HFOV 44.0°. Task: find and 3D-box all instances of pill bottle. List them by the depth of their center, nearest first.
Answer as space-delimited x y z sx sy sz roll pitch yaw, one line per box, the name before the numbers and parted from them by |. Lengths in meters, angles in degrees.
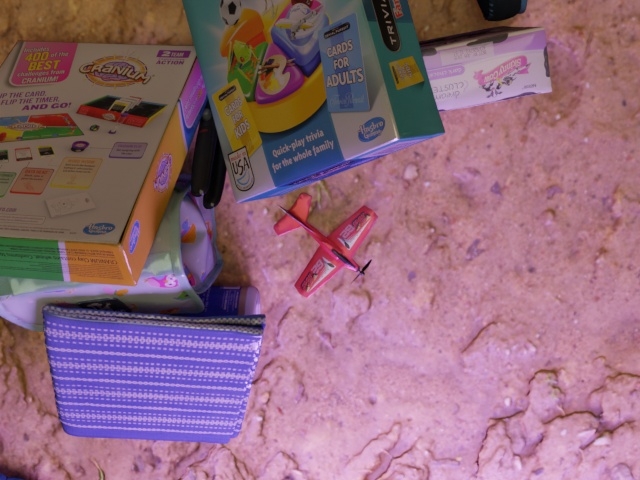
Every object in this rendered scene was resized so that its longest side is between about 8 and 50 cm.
pill bottle | -0.175 0.114 1.037 0.187 0.112 0.112 1 106 1

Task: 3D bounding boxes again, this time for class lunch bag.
lunch bag | -0.243 0.015 0.933 0.223 0.262 0.160 -7 105 2

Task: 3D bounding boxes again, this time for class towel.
towel | -0.205 0.172 0.979 0.243 0.040 0.336 5 144 -11

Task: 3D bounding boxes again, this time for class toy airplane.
toy airplane | 0.000 0.000 1.046 0.151 0.028 0.151 0 104 0

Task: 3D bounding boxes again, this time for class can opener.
can opener | -0.126 -0.119 0.949 0.073 0.186 0.059 -17 134 31

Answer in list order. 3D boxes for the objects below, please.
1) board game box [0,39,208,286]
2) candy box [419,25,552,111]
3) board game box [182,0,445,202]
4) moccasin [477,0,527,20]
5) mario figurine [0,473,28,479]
board game box | -0.273 -0.099 0.866 0.242 0.316 0.064 4 139 9
candy box | 0.155 -0.196 0.903 0.165 0.196 0.070 -10 105 3
board game box | -0.032 -0.233 0.839 0.254 0.079 0.336 -17 88 45
moccasin | 0.137 -0.405 0.891 0.117 0.138 0.342 -19 91 -1
mario figurine | -0.552 0.355 1.074 0.320 0.170 0.198 26 70 -14
